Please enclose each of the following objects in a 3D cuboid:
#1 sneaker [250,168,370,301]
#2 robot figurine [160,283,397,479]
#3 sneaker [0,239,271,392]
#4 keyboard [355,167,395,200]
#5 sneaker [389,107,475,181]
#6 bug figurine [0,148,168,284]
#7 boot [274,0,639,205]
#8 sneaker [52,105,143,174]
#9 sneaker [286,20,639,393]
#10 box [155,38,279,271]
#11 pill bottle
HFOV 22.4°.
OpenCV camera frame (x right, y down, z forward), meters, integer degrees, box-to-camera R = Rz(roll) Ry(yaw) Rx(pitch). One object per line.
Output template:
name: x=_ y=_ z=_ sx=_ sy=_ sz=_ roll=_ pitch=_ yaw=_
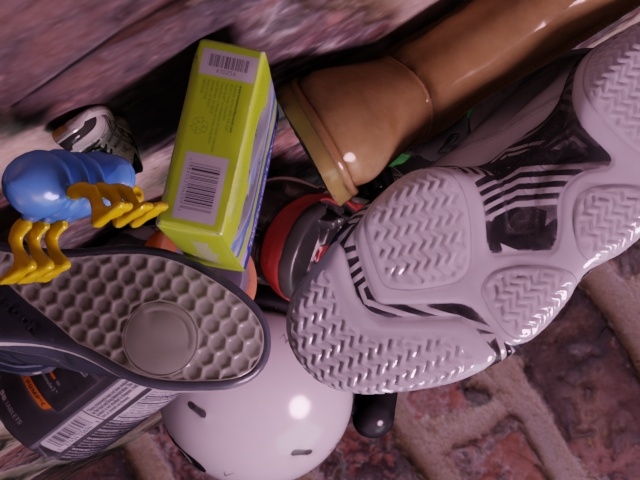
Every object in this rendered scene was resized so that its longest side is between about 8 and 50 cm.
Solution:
sneaker: x=0.000 y=0.000 z=1.343 sx=0.276 sy=0.135 sz=0.098 roll=12 pitch=100 yaw=-62
robot figurine: x=-0.051 y=0.098 z=1.440 sx=0.209 sy=0.174 sz=0.278 roll=-16 pitch=-154 yaw=12
sneaker: x=-0.141 y=0.051 z=1.035 sx=0.226 sy=0.086 sz=0.163 roll=12 pitch=170 yaw=1
keyboard: x=-0.003 y=0.073 z=1.589 sx=0.033 sy=0.202 sz=0.317 roll=-8 pitch=159 yaw=-40
sneaker: x=0.132 y=-0.062 z=1.411 sx=0.134 sy=0.146 sz=0.343 roll=-31 pitch=172 yaw=8
bug figurine: x=-0.225 y=0.014 z=0.813 sx=0.279 sy=0.072 sz=0.216 roll=-28 pitch=168 yaw=22
boot: x=0.108 y=-0.136 z=1.086 sx=0.269 sy=0.089 sz=0.236 roll=-31 pitch=-175 yaw=10
sneaker: x=-0.121 y=-0.052 z=0.911 sx=0.032 sy=0.037 sz=0.083 roll=-30 pitch=171 yaw=14
sneaker: x=0.131 y=-0.022 z=1.150 sx=0.366 sy=0.137 sz=0.210 roll=-36 pitch=-176 yaw=-4
box: x=-0.057 y=-0.044 z=0.963 sx=0.042 sy=0.109 sz=0.178 roll=12 pitch=173 yaw=3
pill bottle: x=-0.150 y=0.071 z=1.258 sx=0.130 sy=0.130 sz=0.245 roll=-23 pitch=169 yaw=-46
